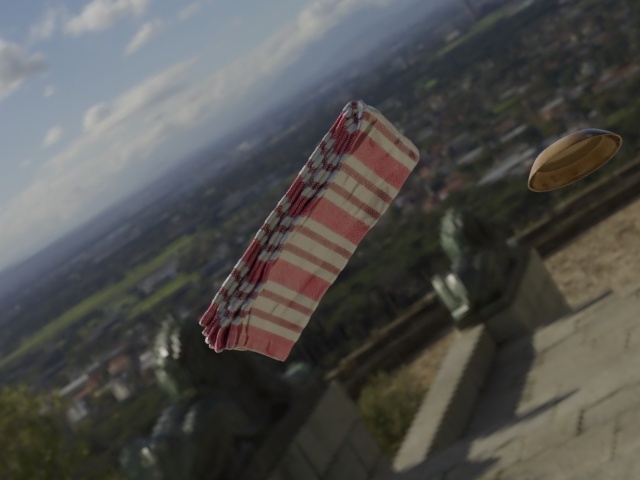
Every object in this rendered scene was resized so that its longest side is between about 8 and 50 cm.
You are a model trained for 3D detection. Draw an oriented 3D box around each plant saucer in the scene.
[{"bbox_3d":[0.203,-0.068,1.065,0.083,0.015,0.083,-21,-21,-8],"label":"plant saucer"}]

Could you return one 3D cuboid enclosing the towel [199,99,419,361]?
[{"bbox_3d":[0.000,0.000,0.940,0.197,0.029,0.144,-56,-20,4],"label":"towel"}]
